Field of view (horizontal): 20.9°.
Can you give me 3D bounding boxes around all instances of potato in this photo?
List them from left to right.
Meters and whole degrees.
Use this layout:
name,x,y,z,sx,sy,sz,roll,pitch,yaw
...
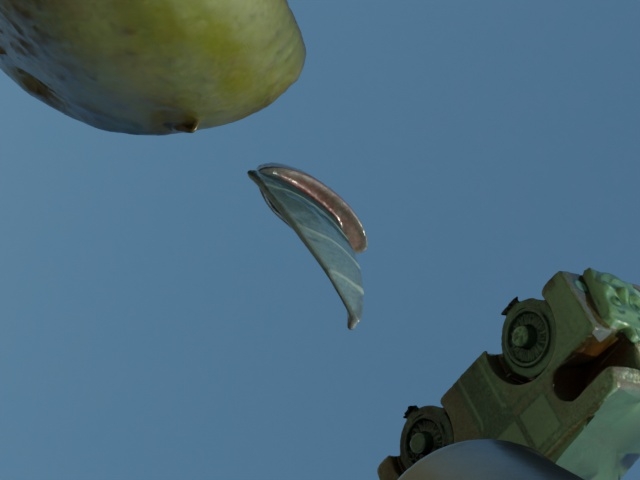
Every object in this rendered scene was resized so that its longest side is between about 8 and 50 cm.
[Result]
name,x,y,z,sx,sy,sz,roll,pitch,yaw
potato,-0.163,-0.183,1.048,0.269,0.255,0.112,24,-110,20

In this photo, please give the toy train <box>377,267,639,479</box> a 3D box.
name,x,y,z,sx,sy,sz,roll,pitch,yaw
toy train,0.184,0.170,1.542,0.326,0.129,0.159,-50,-133,29

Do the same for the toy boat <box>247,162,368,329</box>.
name,x,y,z,sx,sy,sz,roll,pitch,yaw
toy boat,0.000,0.000,1.019,0.034,0.096,0.122,-48,-155,14

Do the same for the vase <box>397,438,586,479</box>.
name,x,y,z,sx,sy,sz,roll,pitch,yaw
vase,0.155,0.262,1.177,0.245,0.245,0.291,-63,-162,-2
